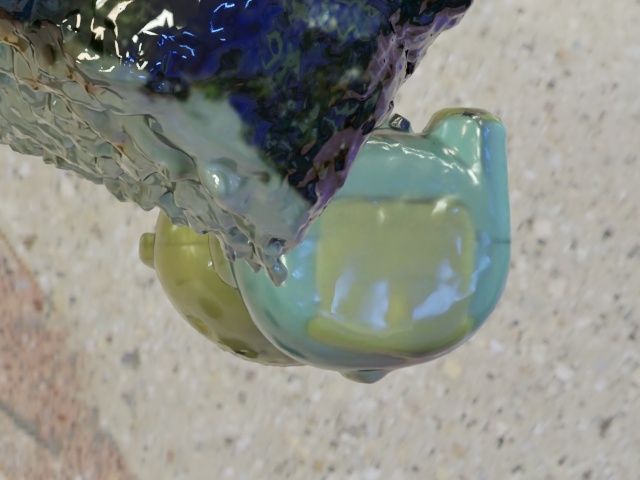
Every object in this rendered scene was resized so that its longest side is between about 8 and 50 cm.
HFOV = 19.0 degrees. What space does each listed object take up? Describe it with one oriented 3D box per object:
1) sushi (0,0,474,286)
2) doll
[{"bbox_3d":[-0.069,-0.087,0.564,0.126,0.136,0.225,-51,46,-7],"label":"sushi"},{"bbox_3d":[0.000,0.000,1.153,0.177,0.261,0.161,-3,91,-19],"label":"doll"}]
